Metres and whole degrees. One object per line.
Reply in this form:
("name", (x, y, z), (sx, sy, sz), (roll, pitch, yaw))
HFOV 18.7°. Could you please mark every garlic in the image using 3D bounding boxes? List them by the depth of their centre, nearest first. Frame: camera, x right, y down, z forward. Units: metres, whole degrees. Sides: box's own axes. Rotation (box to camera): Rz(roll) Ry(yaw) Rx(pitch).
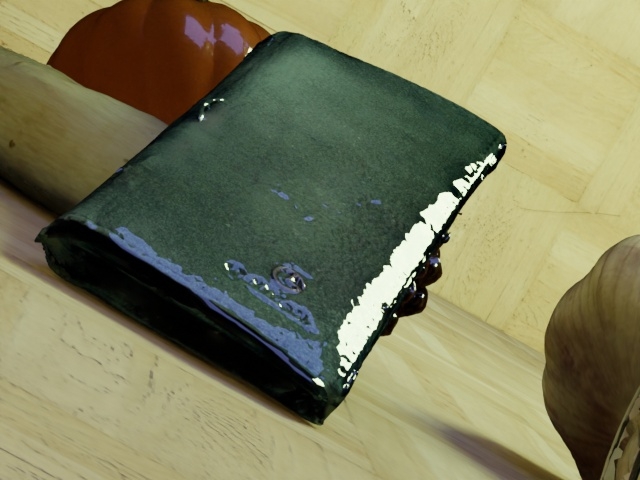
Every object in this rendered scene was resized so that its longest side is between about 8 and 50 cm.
("garlic", (0.252, 0.137, 1.371), (0.245, 0.245, 0.253), (30, 43, 10))

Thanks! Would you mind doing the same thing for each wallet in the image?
("wallet", (-0.012, -0.031, 1.197), (0.191, 0.046, 0.379), (29, 30, 5))

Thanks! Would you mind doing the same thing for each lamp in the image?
("lamp", (-0.129, -0.116, 1.646), (0.223, 0.196, 0.223), (-1, -23, 0))

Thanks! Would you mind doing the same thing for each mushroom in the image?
("mushroom", (-0.175, -0.065, 1.353), (0.351, 0.095, 0.123), (33, -14, 29))

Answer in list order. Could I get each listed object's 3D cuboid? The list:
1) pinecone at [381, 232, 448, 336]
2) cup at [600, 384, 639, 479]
("pinecone", (0.003, -0.001, 1.407), (0.163, 0.163, 0.165), (29, -22, -21))
("cup", (0.198, 0.111, 0.622), (0.253, 0.253, 0.274), (30, -5, 5))
